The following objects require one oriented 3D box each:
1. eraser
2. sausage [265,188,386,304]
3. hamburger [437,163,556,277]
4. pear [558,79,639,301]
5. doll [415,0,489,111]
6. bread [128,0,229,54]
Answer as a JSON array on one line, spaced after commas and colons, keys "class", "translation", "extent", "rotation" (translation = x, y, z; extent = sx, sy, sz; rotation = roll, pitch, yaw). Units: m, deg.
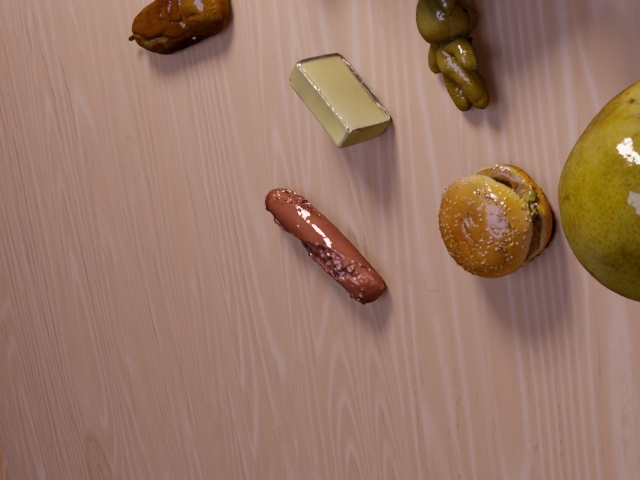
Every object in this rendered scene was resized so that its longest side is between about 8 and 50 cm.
[{"class": "eraser", "translation": [0.034, -0.253, 1.630], "extent": [0.172, 0.117, 0.058], "rotation": [54, 138, 16]}, {"class": "sausage", "translation": [0.001, -0.001, 1.783], "extent": [0.326, 0.079, 0.087], "rotation": [45, 157, 23]}, {"class": "hamburger", "translation": [0.273, -0.033, 1.480], "extent": [0.191, 0.118, 0.181], "rotation": [40, 126, 33]}, {"class": "pear", "translation": [0.456, -0.052, 1.172], "extent": [0.304, 0.304, 0.303], "rotation": [18, 116, 39]}, {"class": "doll", "translation": [0.222, -0.310, 1.463], "extent": [0.209, 0.097, 0.137], "rotation": [66, 170, -19]}, {"class": "bread", "translation": [-0.316, -0.464, 1.919], "extent": [0.344, 0.084, 0.124], "rotation": [-8, 99, 46]}]
